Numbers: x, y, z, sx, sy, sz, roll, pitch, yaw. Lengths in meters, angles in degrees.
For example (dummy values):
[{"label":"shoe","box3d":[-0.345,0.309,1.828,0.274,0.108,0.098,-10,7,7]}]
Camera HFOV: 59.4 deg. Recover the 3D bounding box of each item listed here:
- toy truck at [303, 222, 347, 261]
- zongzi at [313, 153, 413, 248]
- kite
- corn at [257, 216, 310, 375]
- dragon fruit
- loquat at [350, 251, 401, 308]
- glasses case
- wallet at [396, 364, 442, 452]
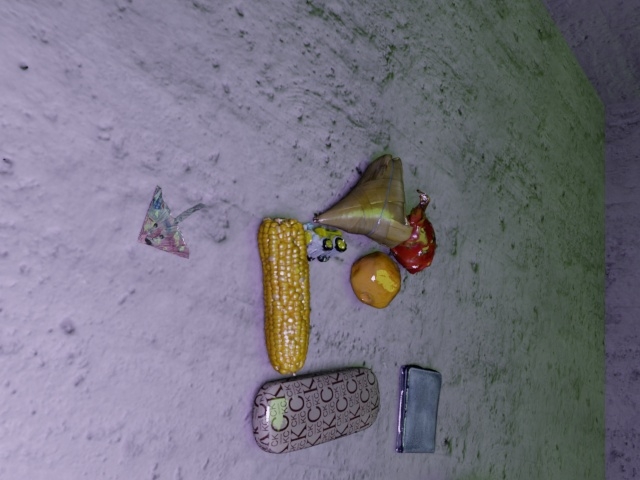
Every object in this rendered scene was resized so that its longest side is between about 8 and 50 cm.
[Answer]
[{"label":"toy truck","box3d":[0.000,0.000,1.218,0.111,0.076,0.077,8,62,-46]},{"label":"zongzi","box3d":[0.090,-0.113,1.332,0.256,0.115,0.228,10,62,-24]},{"label":"kite","box3d":[-0.256,-0.031,0.977,0.156,0.011,0.139,-39,116,-43]},{"label":"corn","box3d":[-0.067,0.107,1.104,0.102,0.102,0.313,-4,90,-49]},{"label":"dragon fruit","box3d":[0.240,-0.024,1.409,0.125,0.125,0.246,-50,155,-36]},{"label":"loquat","box3d":[0.133,0.090,1.328,0.137,0.113,0.137,22,48,-27]},{"label":"glasses case","box3d":[0.004,0.341,1.155,0.354,0.085,0.137,6,79,-48]},{"label":"wallet","box3d":[0.258,0.441,1.468,0.167,0.036,0.222,21,71,-46]}]
